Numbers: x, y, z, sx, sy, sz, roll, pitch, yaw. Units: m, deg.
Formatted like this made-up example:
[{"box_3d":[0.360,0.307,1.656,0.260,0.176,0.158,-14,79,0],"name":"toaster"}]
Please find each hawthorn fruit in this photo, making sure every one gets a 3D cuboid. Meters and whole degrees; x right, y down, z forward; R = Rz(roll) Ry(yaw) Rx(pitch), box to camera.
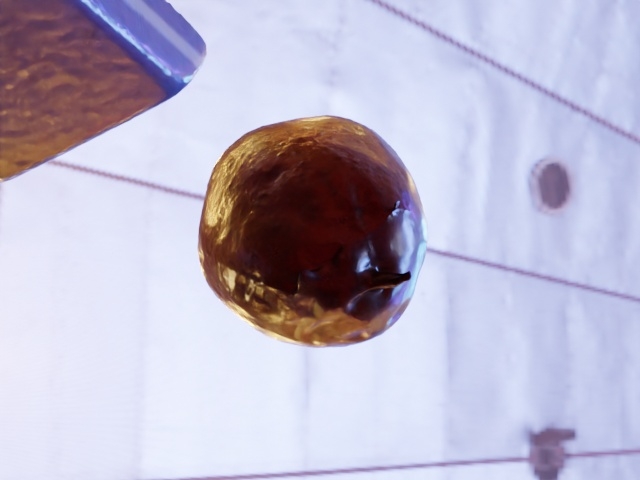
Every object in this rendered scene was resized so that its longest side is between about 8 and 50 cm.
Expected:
[{"box_3d":[0.000,0.000,0.586,0.081,0.093,0.081,-3,-73,-10],"name":"hawthorn fruit"}]

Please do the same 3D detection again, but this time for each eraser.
[{"box_3d":[-0.120,-0.080,0.483,0.225,0.082,0.036,40,-147,-51],"name":"eraser"}]
